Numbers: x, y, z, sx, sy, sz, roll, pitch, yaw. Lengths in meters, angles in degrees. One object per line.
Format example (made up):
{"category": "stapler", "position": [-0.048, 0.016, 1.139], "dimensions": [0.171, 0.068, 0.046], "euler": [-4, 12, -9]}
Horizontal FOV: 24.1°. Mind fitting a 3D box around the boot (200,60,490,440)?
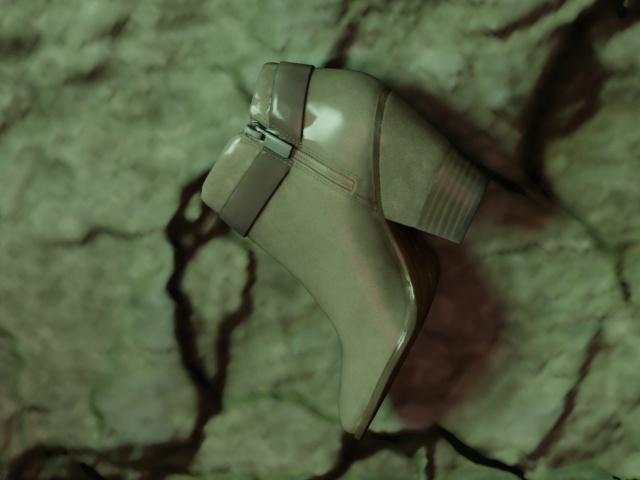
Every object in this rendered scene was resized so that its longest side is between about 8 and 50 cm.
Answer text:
{"category": "boot", "position": [0.000, 0.000, 0.505], "dimensions": [0.087, 0.042, 0.118], "euler": [25, 108, 3]}
